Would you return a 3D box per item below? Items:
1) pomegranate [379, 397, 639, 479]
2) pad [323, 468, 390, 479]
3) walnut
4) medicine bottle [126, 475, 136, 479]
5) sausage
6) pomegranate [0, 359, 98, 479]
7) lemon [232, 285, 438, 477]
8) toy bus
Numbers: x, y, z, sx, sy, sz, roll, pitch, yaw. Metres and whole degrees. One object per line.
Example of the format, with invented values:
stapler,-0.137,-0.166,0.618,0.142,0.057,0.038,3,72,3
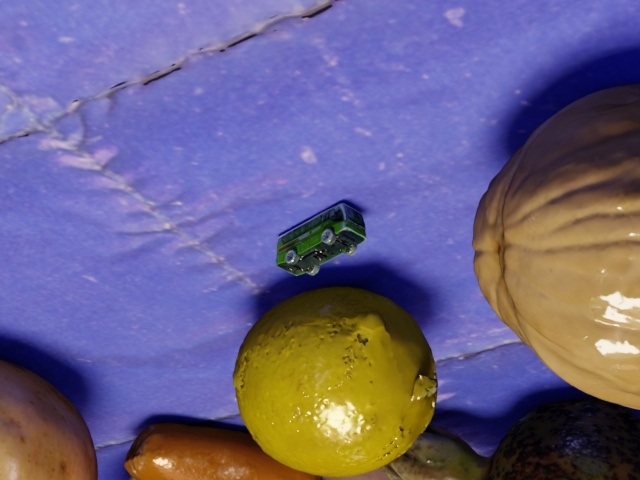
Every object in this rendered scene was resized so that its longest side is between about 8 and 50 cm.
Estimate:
pomegranate,0.223,0.288,1.218,0.341,0.285,0.285,20,150,12
pad,0.097,0.287,1.429,0.188,0.006,0.113,-14,144,19
walnut,0.238,0.005,0.789,0.261,0.224,0.225,2,148,-12
medicine bottle,-0.124,0.368,1.366,0.252,0.144,0.144,19,148,5
sausage,-0.104,0.262,1.312,0.238,0.098,0.098,17,144,-21
pomegranate,-0.384,0.269,1.107,0.338,0.338,0.338,0,148,0
lemon,0.011,0.127,1.021,0.173,0.173,0.206,25,139,-35
toy bus,0.000,0.000,0.940,0.083,0.037,0.031,-29,137,36
